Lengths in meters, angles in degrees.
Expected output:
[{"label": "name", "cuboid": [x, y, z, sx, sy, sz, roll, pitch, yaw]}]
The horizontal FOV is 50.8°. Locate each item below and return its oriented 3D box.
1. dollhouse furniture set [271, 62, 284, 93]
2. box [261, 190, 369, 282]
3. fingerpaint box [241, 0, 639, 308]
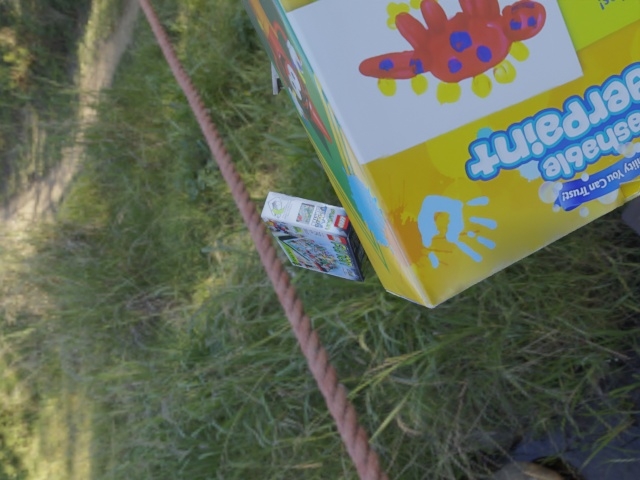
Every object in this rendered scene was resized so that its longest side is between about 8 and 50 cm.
[{"label": "dollhouse furniture set", "cuboid": [0.005, -0.370, 1.338, 0.129, 0.183, 0.129, -72, -17, -60]}, {"label": "box", "cuboid": [0.000, 0.000, 0.901, 0.207, 0.114, 0.036, 64, -138, -69]}, {"label": "fingerpaint box", "cuboid": [0.183, -0.210, 0.578, 0.371, 0.444, 0.163, 63, 174, -5]}]
